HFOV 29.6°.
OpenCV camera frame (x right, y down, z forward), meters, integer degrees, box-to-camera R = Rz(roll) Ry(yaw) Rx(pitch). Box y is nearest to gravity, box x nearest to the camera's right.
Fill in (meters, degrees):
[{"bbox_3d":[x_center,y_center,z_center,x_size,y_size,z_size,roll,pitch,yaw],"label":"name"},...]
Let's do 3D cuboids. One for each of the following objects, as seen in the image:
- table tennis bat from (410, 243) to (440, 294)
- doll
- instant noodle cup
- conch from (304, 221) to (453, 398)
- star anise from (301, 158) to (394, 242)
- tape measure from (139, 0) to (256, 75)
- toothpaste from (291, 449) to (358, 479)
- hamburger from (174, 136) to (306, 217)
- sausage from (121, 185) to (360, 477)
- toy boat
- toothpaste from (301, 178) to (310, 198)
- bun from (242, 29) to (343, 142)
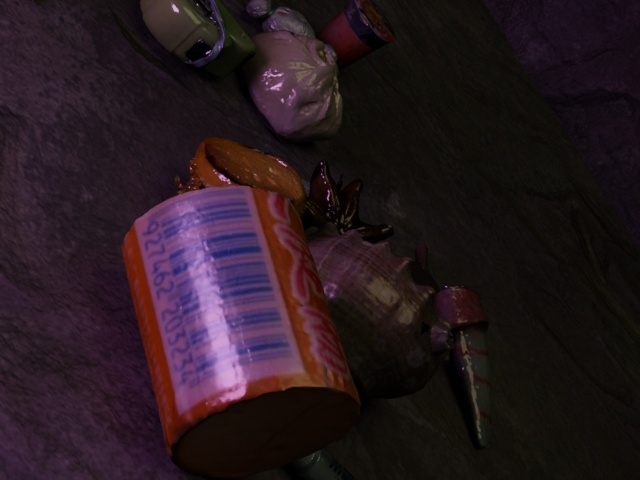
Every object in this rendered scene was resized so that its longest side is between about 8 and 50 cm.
[{"bbox_3d":[0.229,0.044,2.231,0.107,0.119,0.169,42,30,-28],"label":"table tennis bat"},{"bbox_3d":[-0.058,-0.399,2.317,0.214,0.071,0.103,30,22,-28],"label":"doll"},{"bbox_3d":[0.063,-0.417,2.470,0.127,0.136,0.127,41,29,-28],"label":"instant noodle cup"},{"bbox_3d":[0.054,0.101,1.749,0.297,0.210,0.352,57,26,4],"label":"conch"},{"bbox_3d":[0.000,0.000,1.930,0.272,0.103,0.271,10,75,-40],"label":"star anise"},{"bbox_3d":[-0.208,-0.361,1.963,0.200,0.106,0.175,54,22,0],"label":"tape measure"},{"bbox_3d":[0.052,0.357,1.638,0.297,0.048,0.074,45,28,-28],"label":"toothpaste"},{"bbox_3d":[-0.109,-0.064,1.733,0.182,0.118,0.191,32,23,2],"label":"hamburger"},{"bbox_3d":[-0.101,0.107,1.451,0.233,0.233,0.287,23,39,-49],"label":"sausage"},{"bbox_3d":[0.272,0.232,2.142,0.206,0.096,0.282,38,37,-62],"label":"toy boat"},{"bbox_3d":[-0.038,-0.090,2.031,0.197,0.029,0.048,26,36,-42],"label":"toothpaste"},{"bbox_3d":[-0.035,-0.283,2.147,0.231,0.133,0.231,41,27,-26],"label":"bun"}]
